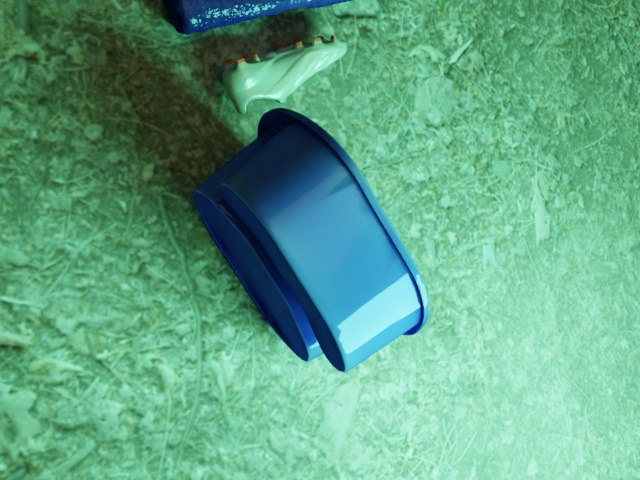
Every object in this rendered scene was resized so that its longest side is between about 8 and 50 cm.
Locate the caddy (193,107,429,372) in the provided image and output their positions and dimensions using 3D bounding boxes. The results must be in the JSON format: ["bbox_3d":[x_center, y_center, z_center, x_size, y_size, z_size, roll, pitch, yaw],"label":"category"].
[{"bbox_3d":[0.000,0.000,1.011,0.179,0.241,0.341,-37,104,-22],"label":"caddy"}]

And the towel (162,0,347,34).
[{"bbox_3d":[-0.096,-0.407,1.090,0.308,0.076,0.227,-21,89,-28],"label":"towel"}]

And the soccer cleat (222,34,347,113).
[{"bbox_3d":[-0.046,-0.232,1.107,0.196,0.068,0.076,-23,112,-27],"label":"soccer cleat"}]
